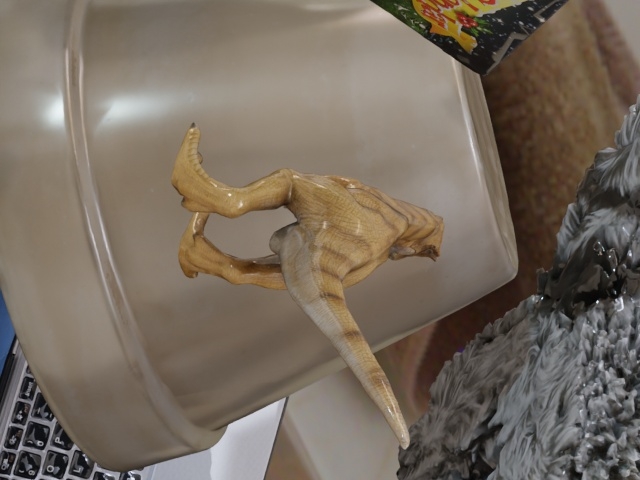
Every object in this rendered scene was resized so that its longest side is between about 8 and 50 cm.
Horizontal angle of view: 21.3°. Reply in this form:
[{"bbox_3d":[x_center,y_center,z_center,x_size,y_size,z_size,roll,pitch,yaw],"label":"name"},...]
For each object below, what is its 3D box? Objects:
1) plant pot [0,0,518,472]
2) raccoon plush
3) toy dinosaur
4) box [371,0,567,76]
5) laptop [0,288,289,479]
[{"bbox_3d":[-0.031,-0.039,1.090,0.280,0.323,0.323,-14,44,10],"label":"plant pot"},{"bbox_3d":[0.259,0.140,1.109,0.446,0.299,0.216,-56,22,14],"label":"raccoon plush"},{"bbox_3d":[0.000,0.000,0.609,0.112,0.064,0.211,11,16,11],"label":"toy dinosaur"},{"bbox_3d":[0.029,-0.141,0.527,0.159,0.233,0.044,34,76,-3],"label":"box"},{"bbox_3d":[-0.181,0.233,1.252,0.236,0.408,0.382,1,73,58],"label":"laptop"}]
